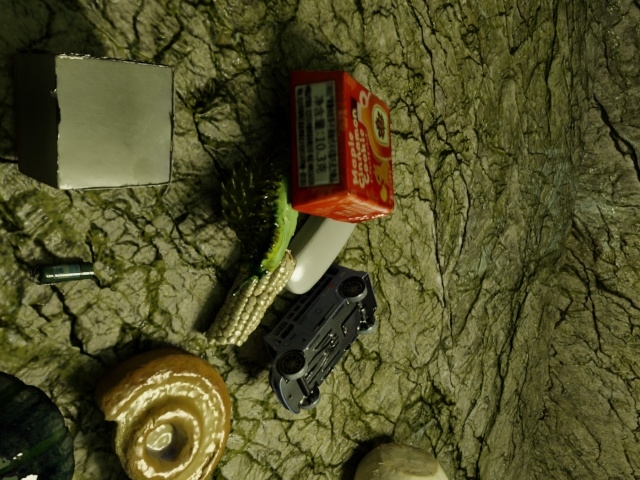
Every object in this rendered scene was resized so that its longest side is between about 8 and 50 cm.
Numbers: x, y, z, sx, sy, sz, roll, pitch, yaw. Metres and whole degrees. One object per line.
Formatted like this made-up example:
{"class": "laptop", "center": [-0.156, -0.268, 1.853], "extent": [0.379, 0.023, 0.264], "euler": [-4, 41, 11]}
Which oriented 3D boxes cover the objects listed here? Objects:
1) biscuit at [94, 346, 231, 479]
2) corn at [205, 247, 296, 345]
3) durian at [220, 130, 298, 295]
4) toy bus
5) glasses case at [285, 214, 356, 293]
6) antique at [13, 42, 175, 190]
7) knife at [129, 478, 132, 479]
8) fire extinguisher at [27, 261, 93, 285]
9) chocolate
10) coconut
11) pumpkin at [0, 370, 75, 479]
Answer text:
{"class": "biscuit", "center": [-0.236, 0.291, 0.886], "extent": [0.213, 0.091, 0.274], "euler": [-37, 120, -36]}
{"class": "corn", "center": [-0.118, 0.098, 0.971], "extent": [0.087, 0.087, 0.210], "euler": [39, 75, -47]}
{"class": "durian", "center": [-0.095, -0.057, 0.911], "extent": [0.132, 0.107, 0.375], "euler": [64, 34, -49]}
{"class": "toy bus", "center": [-0.010, 0.184, 1.082], "extent": [0.292, 0.133, 0.125], "euler": [-48, 139, -29]}
{"class": "glasses case", "center": [0.000, 0.000, 1.085], "extent": [0.233, 0.059, 0.092], "euler": [-55, 134, -19]}
{"class": "antique", "center": [-0.274, -0.148, 0.665], "extent": [0.147, 0.148, 0.151], "euler": [-9, 110, -45]}
{"class": "knife", "center": [-0.291, 0.431, 0.941], "extent": [0.031, 0.018, 0.121], "euler": [-39, 130, -31]}
{"class": "fire extinguisher", "center": [-0.350, 0.045, 0.741], "extent": [0.083, 0.025, 0.038], "euler": [-2, 127, -48]}
{"class": "chocolate", "center": [0.043, -0.157, 0.975], "extent": [0.235, 0.108, 0.237], "euler": [11, 77, -60]}
{"class": "coconut", "center": [0.195, 0.654, 1.390], "extent": [0.245, 0.245, 0.247], "euler": [-1, 104, -48]}
{"class": "pumpkin", "center": [-0.410, 0.269, 0.630], "extent": [0.250, 0.216, 0.249], "euler": [2, 84, -20]}
